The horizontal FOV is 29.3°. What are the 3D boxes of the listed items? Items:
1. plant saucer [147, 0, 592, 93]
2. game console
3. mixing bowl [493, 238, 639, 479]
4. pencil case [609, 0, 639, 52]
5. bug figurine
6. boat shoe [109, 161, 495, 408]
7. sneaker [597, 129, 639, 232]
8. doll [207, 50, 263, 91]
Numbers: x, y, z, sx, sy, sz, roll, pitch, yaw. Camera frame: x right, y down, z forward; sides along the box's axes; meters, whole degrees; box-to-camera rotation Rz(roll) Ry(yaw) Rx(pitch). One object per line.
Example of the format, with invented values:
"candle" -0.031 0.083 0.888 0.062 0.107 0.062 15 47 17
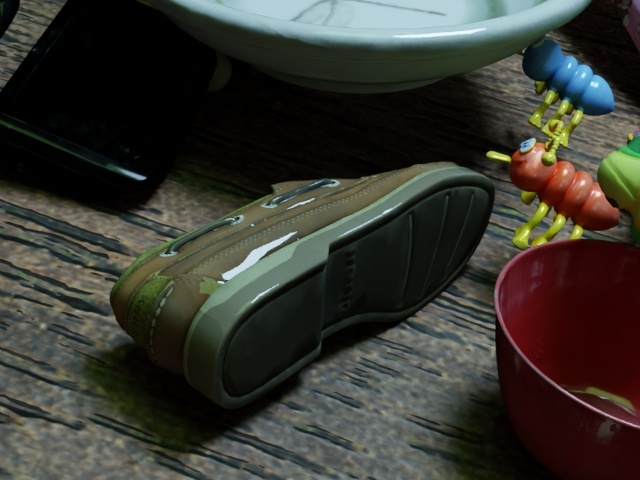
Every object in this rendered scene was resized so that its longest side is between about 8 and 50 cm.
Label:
"plant saucer" 0.029 -0.214 1.022 0.400 0.101 0.400 2 35 -1
"game console" -0.266 -0.158 0.933 0.361 0.044 0.213 22 41 -5
"mixing bowl" 0.182 0.091 0.747 0.181 0.098 0.181 9 34 -6
"pencil case" 0.350 -0.308 1.247 0.167 0.160 0.386 36 27 -53
"bug figurine" 0.228 -0.059 0.950 0.216 0.072 0.279 32 33 -9
"boat shoe" 0.000 0.000 0.803 0.104 0.111 0.307 28 31 31
"sneaker" 0.287 -0.065 0.841 0.109 0.123 0.295 51 29 5
"doll" -0.053 -0.179 1.095 0.129 0.046 0.189 24 36 22
